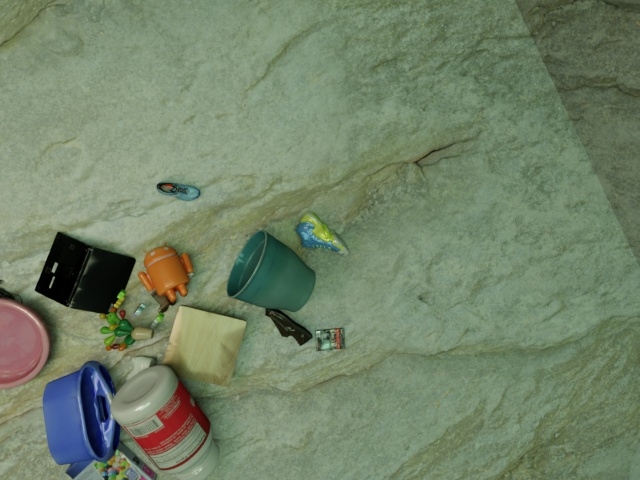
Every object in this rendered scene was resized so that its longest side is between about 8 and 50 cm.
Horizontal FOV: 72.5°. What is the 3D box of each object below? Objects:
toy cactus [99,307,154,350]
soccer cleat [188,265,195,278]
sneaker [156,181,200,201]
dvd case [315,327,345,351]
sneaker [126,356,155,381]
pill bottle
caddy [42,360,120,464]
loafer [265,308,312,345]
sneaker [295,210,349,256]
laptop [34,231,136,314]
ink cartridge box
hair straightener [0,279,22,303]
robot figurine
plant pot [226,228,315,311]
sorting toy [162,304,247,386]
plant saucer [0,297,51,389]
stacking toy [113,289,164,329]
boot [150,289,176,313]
[{"bbox_3d":[-0.694,0.326,1.575,0.181,0.112,0.218,6,124,-4],"label":"toy cactus"},{"bbox_3d":[-0.500,0.137,1.667,0.036,0.029,0.083,11,85,-6],"label":"soccer cleat"},{"bbox_3d":[-0.533,-0.183,1.629,0.162,0.073,0.063,7,90,-10],"label":"sneaker"},{"bbox_3d":[0.040,0.402,1.774,0.120,0.013,0.087,-4,92,-11],"label":"dvd case"},{"bbox_3d":[-0.685,0.538,1.632,0.094,0.080,0.212,9,84,3],"label":"sneaker"},{"bbox_3d":[-0.530,0.662,1.547,0.229,0.229,0.407,-28,113,-8],"label":"pill bottle"},{"bbox_3d":[-0.798,0.594,1.510,0.179,0.241,0.341,-16,79,-4],"label":"caddy"},{"bbox_3d":[-0.134,0.342,1.708,0.220,0.080,0.078,37,85,-9],"label":"loafer"},{"bbox_3d":[0.000,0.000,1.731,0.126,0.091,0.240,-43,99,13],"label":"sneaker"},{"bbox_3d":[-0.866,0.125,1.612,0.265,0.136,0.234,20,88,16],"label":"laptop"},{"bbox_3d":[-0.792,0.851,1.623,0.186,0.065,0.311,-43,96,-6],"label":"ink cartridge box"},{"bbox_3d":[-1.156,0.184,1.546,0.230,0.047,0.089,39,86,-9],"label":"hair straightener"},{"bbox_3d":[-0.563,0.115,1.596,0.158,0.128,0.219,-30,83,15],"label":"robot figurine"},{"bbox_3d":[-0.167,0.135,1.617,0.255,0.272,0.271,29,87,-23],"label":"plant pot"},{"bbox_3d":[-0.436,0.391,1.654,0.256,0.089,0.256,16,89,-10],"label":"sorting toy"},{"bbox_3d":[-1.112,0.350,1.523,0.333,0.084,0.331,-2,102,-8],"label":"plant saucer"},{"bbox_3d":[-0.647,0.250,1.551,0.167,0.221,0.052,35,63,-14],"label":"stacking toy"},{"bbox_3d":[-0.590,0.219,1.611,0.087,0.118,0.042,36,105,4],"label":"boot"}]
